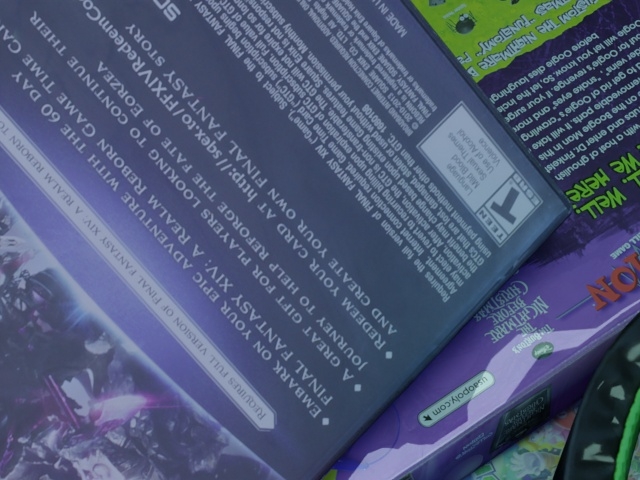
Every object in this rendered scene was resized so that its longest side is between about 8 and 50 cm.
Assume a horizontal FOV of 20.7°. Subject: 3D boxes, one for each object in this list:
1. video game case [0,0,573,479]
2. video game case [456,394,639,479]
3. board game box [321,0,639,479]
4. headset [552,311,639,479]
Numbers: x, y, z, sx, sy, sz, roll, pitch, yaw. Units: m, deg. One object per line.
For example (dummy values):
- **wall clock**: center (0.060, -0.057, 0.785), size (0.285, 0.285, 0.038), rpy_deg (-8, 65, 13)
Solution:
- **video game case**: center (-0.068, 0.010, 0.552), size (0.274, 0.026, 0.196), rpy_deg (-45, 105, -16)
- **video game case**: center (0.084, 0.073, 0.653), size (0.122, 0.011, 0.087), rpy_deg (-16, 66, -8)
- **board game box**: center (0.000, 0.000, 0.661), size (0.347, 0.056, 0.208), rpy_deg (-31, 60, -14)
- **headset**: center (0.242, 0.145, 0.516), size (0.243, 0.185, 0.394), rpy_deg (-33, 66, -20)
